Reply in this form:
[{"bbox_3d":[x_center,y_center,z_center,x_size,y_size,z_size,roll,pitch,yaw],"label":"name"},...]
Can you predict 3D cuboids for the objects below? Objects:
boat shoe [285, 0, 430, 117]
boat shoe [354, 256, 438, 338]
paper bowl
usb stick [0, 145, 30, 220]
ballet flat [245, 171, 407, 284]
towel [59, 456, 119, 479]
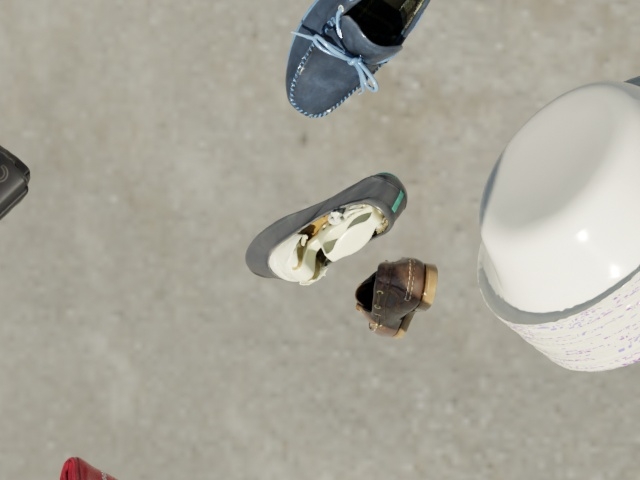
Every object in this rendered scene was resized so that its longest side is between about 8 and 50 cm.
[{"bbox_3d":[0.041,-0.222,1.861,0.258,0.109,0.089,-58,25,30],"label":"boat shoe"},{"bbox_3d":[0.075,0.060,2.056,0.207,0.073,0.073,118,157,-70],"label":"boat shoe"},{"bbox_3d":[0.260,-0.032,1.698,0.284,0.148,0.284,-37,31,27],"label":"paper bowl"},{"bbox_3d":[-0.341,0.019,1.457,0.077,0.278,0.045,33,148,14],"label":"usb stick"},{"bbox_3d":[0.000,0.000,1.831,0.203,0.074,0.074,-29,57,29],"label":"ballet flat"},{"bbox_3d":[-0.118,0.313,1.637,0.031,0.275,0.199,-47,27,17],"label":"towel"}]
